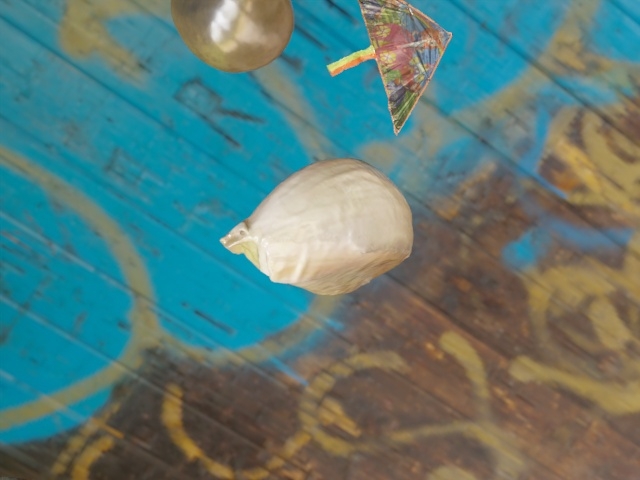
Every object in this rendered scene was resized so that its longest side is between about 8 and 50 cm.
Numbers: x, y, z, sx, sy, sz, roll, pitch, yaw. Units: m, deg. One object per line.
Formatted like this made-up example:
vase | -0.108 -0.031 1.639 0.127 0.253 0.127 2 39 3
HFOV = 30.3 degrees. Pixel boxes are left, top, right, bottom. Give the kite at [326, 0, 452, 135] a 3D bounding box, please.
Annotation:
kite | 0.077 -0.211 1.306 0.159 0.190 0.010 -14 -3 -22

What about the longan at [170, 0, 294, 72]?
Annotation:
longan | -0.129 -0.332 1.708 0.167 0.187 0.167 -44 -23 -24

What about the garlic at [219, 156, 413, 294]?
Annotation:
garlic | 0.012 -0.009 0.868 0.101 0.087 0.195 -44 -17 17

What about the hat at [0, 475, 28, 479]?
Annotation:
hat | -0.221 0.371 0.827 0.382 0.366 0.257 -52 -3 26
